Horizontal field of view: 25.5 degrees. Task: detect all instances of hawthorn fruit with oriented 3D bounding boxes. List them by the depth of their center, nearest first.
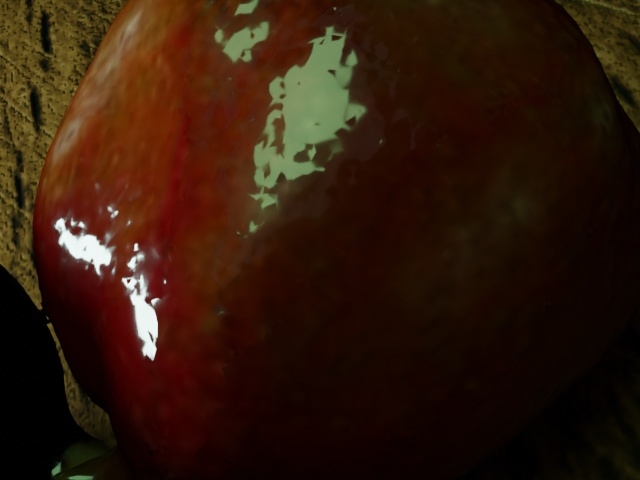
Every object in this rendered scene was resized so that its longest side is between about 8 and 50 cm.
[{"bbox_3d":[0.011,-0.012,0.674,0.295,0.295,0.311,-5,46,25],"label":"hawthorn fruit"}]

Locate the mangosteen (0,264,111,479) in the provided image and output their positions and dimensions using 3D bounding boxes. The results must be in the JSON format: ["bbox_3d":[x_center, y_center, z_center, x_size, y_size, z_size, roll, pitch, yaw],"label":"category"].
[{"bbox_3d":[-0.226,0.131,0.691,0.302,0.275,0.275,36,66,11],"label":"mangosteen"}]
